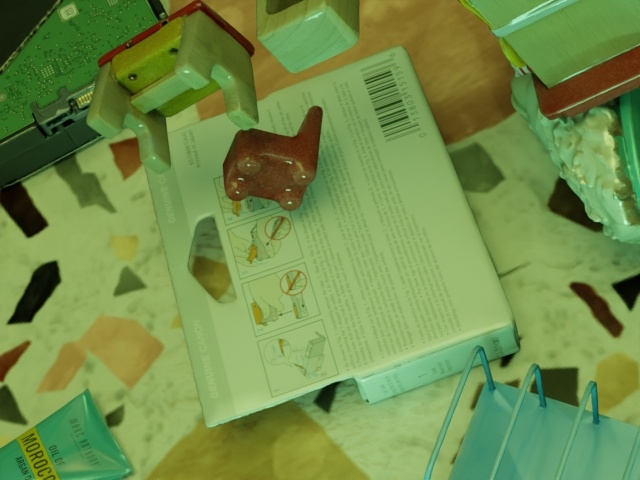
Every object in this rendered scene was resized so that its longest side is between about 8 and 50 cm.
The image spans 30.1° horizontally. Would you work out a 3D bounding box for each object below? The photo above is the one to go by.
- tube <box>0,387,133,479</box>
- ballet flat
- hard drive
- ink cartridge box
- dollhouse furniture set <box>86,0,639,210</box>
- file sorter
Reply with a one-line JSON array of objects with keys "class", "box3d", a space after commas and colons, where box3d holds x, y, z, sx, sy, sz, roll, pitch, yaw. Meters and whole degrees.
[{"class": "tube", "box3d": [-0.252, 0.199, 0.916, 0.207, 0.052, 0.080, -30, 69, -10]}, {"class": "ballet flat", "box3d": [0.219, -0.161, 0.955, 0.146, 0.147, 0.409, 0, 60, 15]}, {"class": "hard drive", "box3d": [-0.283, -0.225, 1.138, 0.236, 0.064, 0.339, -29, 58, -2]}, {"class": "ink cartridge box", "box3d": [0.000, 0.000, 0.946, 0.238, 0.060, 0.275, -20, 60, 5]}, {"class": "dollhouse furniture set", "box3d": [0.041, -0.159, 0.847, 0.374, 0.201, 0.152, -23, 49, 29]}, {"class": "file sorter", "box3d": [0.167, 0.156, 0.792, 0.170, 0.104, 0.118, 16, 68, 21]}]
